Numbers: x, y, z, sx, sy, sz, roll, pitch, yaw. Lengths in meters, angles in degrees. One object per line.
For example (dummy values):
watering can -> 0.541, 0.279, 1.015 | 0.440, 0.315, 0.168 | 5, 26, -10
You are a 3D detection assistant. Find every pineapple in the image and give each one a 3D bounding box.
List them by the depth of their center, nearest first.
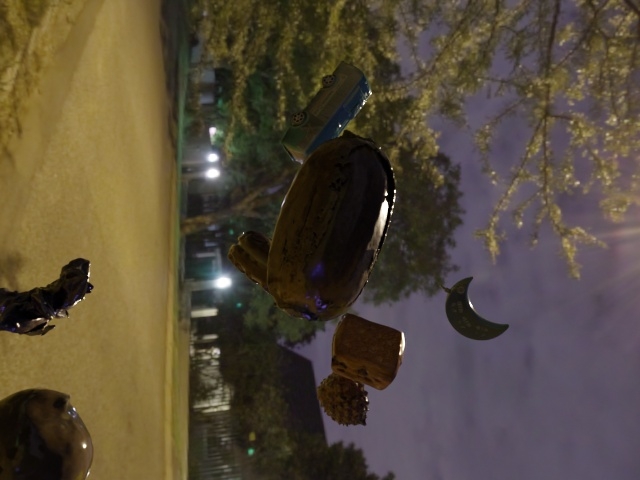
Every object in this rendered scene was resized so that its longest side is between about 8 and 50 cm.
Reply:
pineapple -> 0.085, 0.509, 1.739 | 0.193, 0.166, 0.166 | 52, -10, -2

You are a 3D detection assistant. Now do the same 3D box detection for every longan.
longan -> -0.717, 0.525, 1.353 | 0.319, 0.318, 0.319 | 175, -90, -81

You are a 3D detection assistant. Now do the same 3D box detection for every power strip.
power strip -> 0.420, 0.194, 1.559 | 0.216, 0.137, 0.044 | 51, 28, 0

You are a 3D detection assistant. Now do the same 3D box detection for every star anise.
star anise -> -0.577, 0.126, 1.156 | 0.129, 0.212, 0.282 | 65, -16, -6

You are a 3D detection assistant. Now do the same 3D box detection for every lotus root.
lotus root -> 0.024, -0.038, 1.003 | 0.179, 0.196, 0.398 | -6, -122, 47

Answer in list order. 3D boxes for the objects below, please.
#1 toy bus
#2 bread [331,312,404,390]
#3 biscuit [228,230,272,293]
toy bus -> 0.016, -0.298, 1.301 | 0.109, 0.262, 0.091 | 31, -10, 32
bread -> 0.131, 0.323, 1.587 | 0.235, 0.210, 0.099 | -62, 168, -62
biscuit -> -0.123, 0.073, 1.518 | 0.115, 0.268, 0.366 | -56, -173, -1
